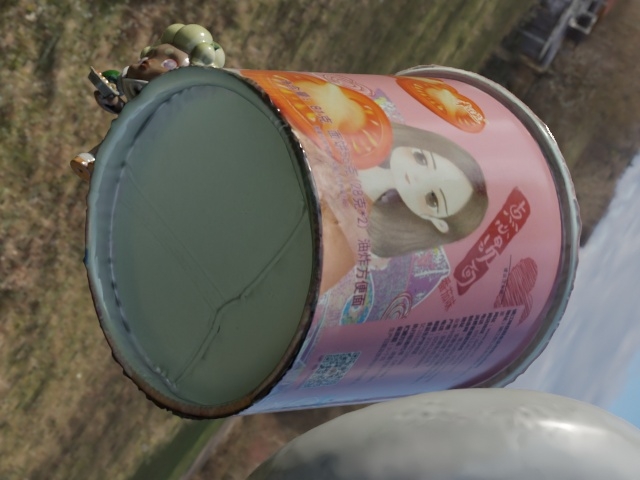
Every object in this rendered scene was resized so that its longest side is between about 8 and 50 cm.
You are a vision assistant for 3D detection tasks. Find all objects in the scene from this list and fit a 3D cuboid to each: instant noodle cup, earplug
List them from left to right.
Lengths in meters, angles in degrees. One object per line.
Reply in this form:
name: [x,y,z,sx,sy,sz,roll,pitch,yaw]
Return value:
instant noodle cup: [0.000,0.000,0.609,0.231,0.243,0.243,-1,124,-49]
earplug: [0.031,0.204,0.422,0.326,0.214,0.175,-59,-151,6]

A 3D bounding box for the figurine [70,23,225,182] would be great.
figurine: [-0.168,-0.138,0.953,0.197,0.147,0.094,-47,137,-37]
